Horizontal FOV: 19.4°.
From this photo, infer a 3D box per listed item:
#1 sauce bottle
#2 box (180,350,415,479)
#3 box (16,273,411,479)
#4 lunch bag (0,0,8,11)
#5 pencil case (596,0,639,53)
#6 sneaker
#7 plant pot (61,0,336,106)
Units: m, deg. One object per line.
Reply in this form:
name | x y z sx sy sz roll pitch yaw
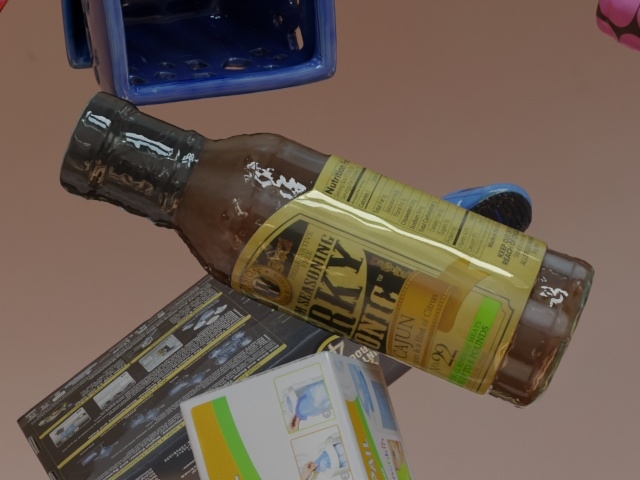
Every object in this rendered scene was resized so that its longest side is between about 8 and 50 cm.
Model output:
sauce bottle | 0.000 0.000 1.213 0.111 0.344 0.111 22 -90 -85
box | 0.004 0.183 1.164 0.103 0.203 0.114 -21 -14 15
box | -0.081 0.118 1.744 0.395 0.097 0.318 -37 17 -9
lunch bag | -0.360 -0.146 1.464 0.120 0.258 0.293 42 -104 -33
pencil case | 0.353 -0.198 1.713 0.098 0.209 0.095 -25 -48 -28
sneaker | 0.131 -0.013 2.063 0.209 0.069 0.082 -16 14 1
plant pot | -0.137 -0.268 1.832 0.236 0.212 0.236 -11 -74 -24
